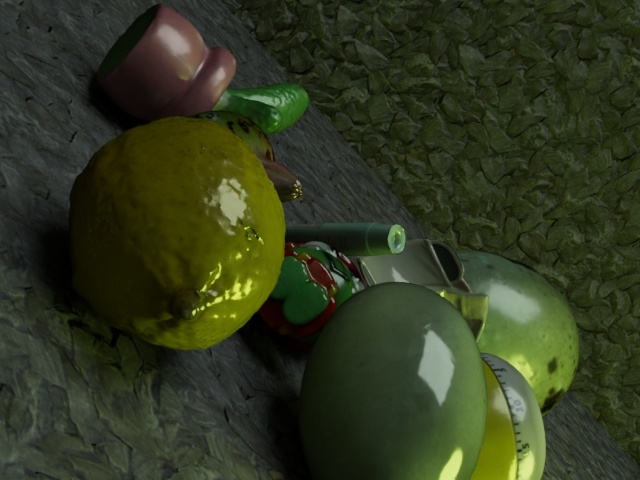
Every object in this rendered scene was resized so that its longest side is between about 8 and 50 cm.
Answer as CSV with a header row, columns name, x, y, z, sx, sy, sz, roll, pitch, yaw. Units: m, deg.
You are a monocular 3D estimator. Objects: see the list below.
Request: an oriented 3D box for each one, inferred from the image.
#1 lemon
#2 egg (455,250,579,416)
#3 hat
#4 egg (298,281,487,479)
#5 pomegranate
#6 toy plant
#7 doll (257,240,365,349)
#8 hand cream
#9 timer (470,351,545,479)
name,x,y,z,sx,sy,sz,roll,pitch,yaw
lemon,-0.170,-0.004,1.176,0.268,0.268,0.321,37,27,-39
egg,0.303,0.190,1.909,0.428,0.345,0.345,22,27,-27
hat,0.154,0.112,1.701,0.220,0.164,0.226,-13,36,-25
egg,0.099,0.222,1.344,0.258,0.258,0.352,39,52,-35
pomegranate,-0.135,-0.102,1.543,0.248,0.214,0.214,10,-3,26
toy plant,-0.197,-0.256,1.727,0.356,0.211,0.317,36,58,-19
doll,-0.014,0.088,1.593,0.182,0.160,0.363,45,11,9
hand cream,0.000,0.000,1.706,0.085,0.331,0.058,31,66,-45
timer,0.186,0.312,1.539,0.285,0.285,0.285,45,15,-16
